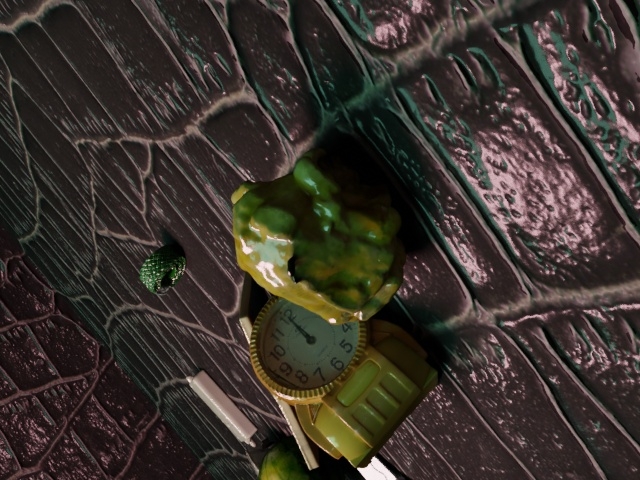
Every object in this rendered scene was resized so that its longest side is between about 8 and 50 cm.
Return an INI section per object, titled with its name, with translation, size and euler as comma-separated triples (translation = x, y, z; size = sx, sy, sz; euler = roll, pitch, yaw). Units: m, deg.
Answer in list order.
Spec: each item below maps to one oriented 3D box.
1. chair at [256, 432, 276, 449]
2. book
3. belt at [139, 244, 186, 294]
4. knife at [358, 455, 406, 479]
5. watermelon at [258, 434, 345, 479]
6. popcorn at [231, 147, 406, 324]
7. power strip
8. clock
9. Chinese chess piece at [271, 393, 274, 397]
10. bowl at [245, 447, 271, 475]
[chair]
translation = -0.183, 0.687, 2.321
size = 0.086, 0.037, 0.042
euler = 17, 127, 51
[book]
translation = -0.083, 0.259, 1.455
size = 0.262, 0.028, 0.374
euler = -95, -17, -70
[belt]
translation = -0.419, 0.074, 1.801
size = 0.079, 0.121, 0.151
euler = 39, 155, 14
[knife]
translation = 0.157, 0.578, 1.671
size = 0.331, 0.044, 0.080
euler = 36, 112, 27
[watermelon]
translation = -0.051, 0.654, 1.877
size = 0.242, 0.242, 0.242
euler = 35, 149, 24
[popcorn]
translation = 0.000, 0.000, 1.005
size = 0.286, 0.215, 0.252
euler = 26, 132, -33
[power strip]
translation = -0.332, 0.581, 2.380
size = 0.338, 0.058, 0.098
euler = 47, 152, 4
[clock]
translation = 0.025, 0.222, 1.234
size = 0.317, 0.244, 0.200
euler = 38, 168, 27
[Chinese chess piece]
translation = -0.099, 0.416, 1.866
size = 0.084, 0.034, 0.084
euler = 33, 146, 25
[bowl]
translation = -0.096, 0.751, 2.136
size = 0.313, 0.146, 0.313
euler = 52, 164, 22
